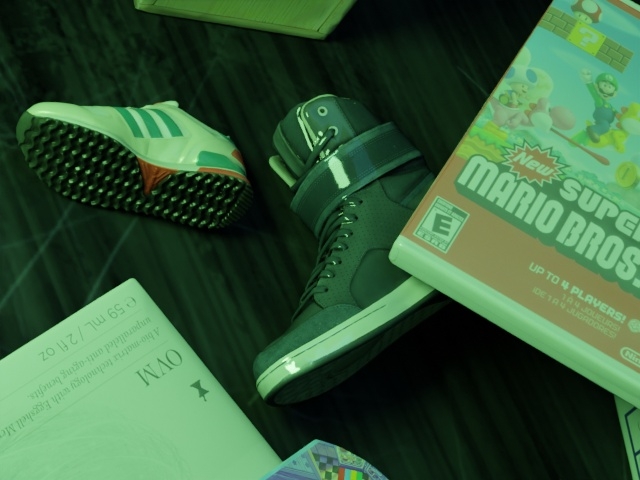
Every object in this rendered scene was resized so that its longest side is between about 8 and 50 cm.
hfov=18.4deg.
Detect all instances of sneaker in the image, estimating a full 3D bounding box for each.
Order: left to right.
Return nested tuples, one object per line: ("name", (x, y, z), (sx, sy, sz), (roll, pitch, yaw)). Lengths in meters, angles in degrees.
("sneaker", (-0.122, -0.062, 1.280), (0.161, 0.057, 0.075), (16, 36, -22))
("sneaker", (0.000, 0.001, 1.286), (0.163, 0.086, 0.226), (50, 49, 8))

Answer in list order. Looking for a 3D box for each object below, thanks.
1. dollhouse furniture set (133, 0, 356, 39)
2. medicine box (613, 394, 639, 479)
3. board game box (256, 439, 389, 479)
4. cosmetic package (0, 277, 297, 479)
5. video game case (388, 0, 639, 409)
("dollhouse furniture set", (-0.041, -0.385, 1.402), (0.362, 0.256, 0.394), (6, 57, -30))
("medicine box", (0.352, 0.097, 1.403), (0.263, 0.149, 0.289), (9, 56, -27))
("board game box", (0.008, 0.177, 1.024), (0.168, 0.033, 0.133), (-30, 83, -42))
("cosmetic package", (-0.130, 0.180, 1.048), (0.225, 0.138, 0.224), (51, 47, 5))
("video game case", (0.196, -0.039, 1.306), (0.204, 0.025, 0.285), (30, 55, 6))
